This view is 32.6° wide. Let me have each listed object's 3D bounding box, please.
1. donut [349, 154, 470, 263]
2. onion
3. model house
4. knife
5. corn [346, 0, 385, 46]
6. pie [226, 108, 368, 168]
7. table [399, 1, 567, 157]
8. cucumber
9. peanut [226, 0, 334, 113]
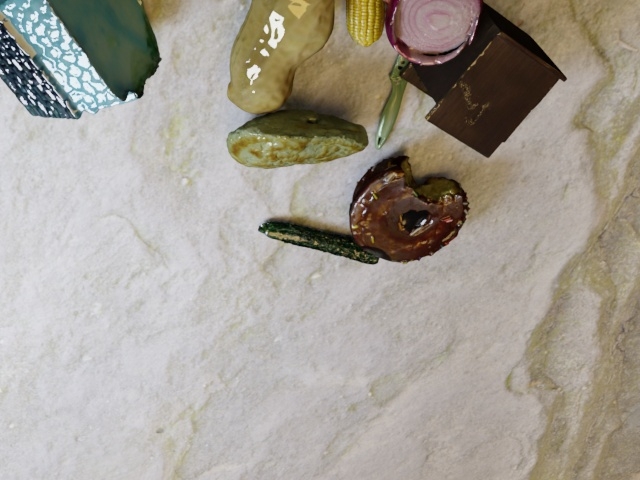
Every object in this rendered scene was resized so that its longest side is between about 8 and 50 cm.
[{"bbox_3d":[0.163,-0.062,2.105,0.230,0.096,0.216,8,128,-17],"label":"donut"},{"bbox_3d":[0.183,-0.404,1.785,0.201,0.200,0.207,-21,130,6],"label":"onion"},{"bbox_3d":[-0.428,-0.320,1.741,0.241,0.226,0.261,-18,127,22],"label":"model house"},{"bbox_3d":[0.141,-0.287,1.972,0.043,0.020,0.293,7,125,-19],"label":"knife"},{"bbox_3d":[0.075,-0.417,1.826,0.067,0.067,0.206,-7,129,-5],"label":"corn"},{"bbox_3d":[-0.047,-0.181,1.945,0.248,0.090,0.201,-2,172,-18],"label":"pie"},{"bbox_3d":[0.278,-0.282,1.895,0.172,0.169,0.193,28,114,-31],"label":"table"},{"bbox_3d":[0.000,0.001,2.156,0.257,0.043,0.044,14,119,-20],"label":"cucumber"},{"bbox_3d":[-0.059,-0.342,1.815,0.148,0.147,0.318,11,126,-19],"label":"peanut"}]
